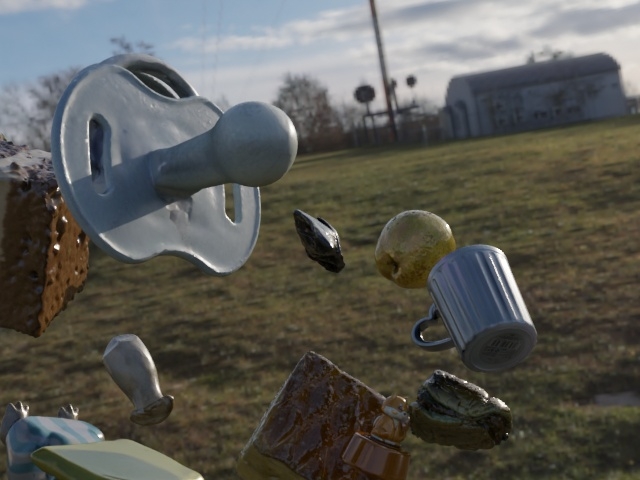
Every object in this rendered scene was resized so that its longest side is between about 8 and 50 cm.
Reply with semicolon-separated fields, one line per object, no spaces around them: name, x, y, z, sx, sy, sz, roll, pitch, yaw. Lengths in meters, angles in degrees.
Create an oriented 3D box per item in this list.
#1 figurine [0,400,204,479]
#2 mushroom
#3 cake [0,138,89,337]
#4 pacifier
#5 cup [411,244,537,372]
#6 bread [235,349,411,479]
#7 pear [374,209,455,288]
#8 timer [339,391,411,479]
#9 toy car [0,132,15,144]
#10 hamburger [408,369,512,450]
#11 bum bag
figurine;-0.393;0.487;1.433;0.361;0.377;0.266;18;-2;43
mushroom;-0.388;0.290;1.954;0.097;0.212;0.088;-5;-32;-43
cake;-0.536;-0.016;1.514;0.290;0.282;0.255;9;13;2
pacifier;-0.126;-0.093;0.964;0.233;0.244;0.299;-10;-13;34
cup;0.300;0.153;1.793;0.167;0.202;0.221;13;-52;-26
bread;0.002;0.434;1.962;0.279;0.279;0.207;-60;1;-37
pear;0.199;0.024;1.979;0.178;0.178;0.178;-10;3;0
timer;0.122;0.358;1.727;0.132;0.152;0.132;22;-4;1
toy car;-0.674;-0.146;1.845;0.200;0.142;0.248;-13;43;-21
hamburger;0.278;0.334;1.828;0.206;0.129;0.183;9;-24;17
bum bag;0.000;-0.001;1.734;0.069;0.102;0.248;-23;-13;-1
